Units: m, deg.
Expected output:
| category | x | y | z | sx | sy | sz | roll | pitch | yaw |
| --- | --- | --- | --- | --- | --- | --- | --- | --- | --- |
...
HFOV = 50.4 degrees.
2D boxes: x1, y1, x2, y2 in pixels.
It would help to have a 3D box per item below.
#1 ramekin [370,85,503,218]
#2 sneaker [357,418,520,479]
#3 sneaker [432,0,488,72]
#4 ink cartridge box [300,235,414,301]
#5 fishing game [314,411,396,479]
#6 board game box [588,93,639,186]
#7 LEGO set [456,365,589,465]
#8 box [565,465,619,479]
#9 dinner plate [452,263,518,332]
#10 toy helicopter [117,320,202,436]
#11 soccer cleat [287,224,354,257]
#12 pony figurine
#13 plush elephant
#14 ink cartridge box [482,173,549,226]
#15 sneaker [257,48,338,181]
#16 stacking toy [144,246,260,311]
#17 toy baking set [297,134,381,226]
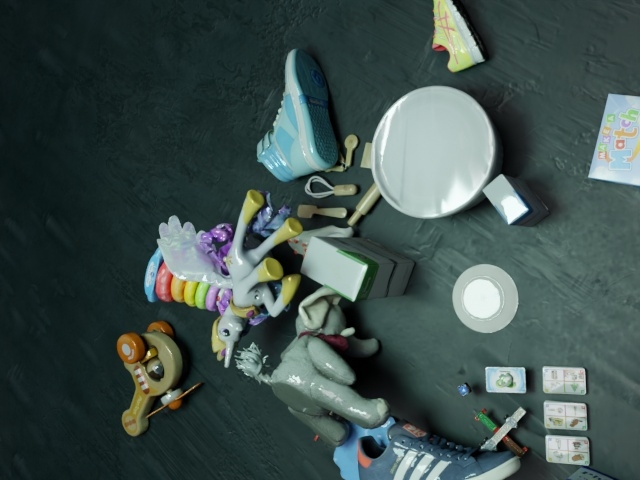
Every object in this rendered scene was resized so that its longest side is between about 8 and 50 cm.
| category | x | y | z | sx | sy | sz | roll | pitch | yaw |
| --- | --- | --- | --- | --- | --- | --- | --- | --- | --- |
| ramekin | 0.249 | -0.174 | 1.405 | 0.273 | 0.127 | 0.273 | -2 | 87 | 34 |
| sneaker | 0.214 | 0.423 | 1.346 | 0.350 | 0.131 | 0.148 | -20 | 76 | 31 |
| sneaker | 0.267 | -0.449 | 1.437 | 0.094 | 0.081 | 0.208 | -31 | 71 | 31 |
| ink cartridge box | 0.083 | 0.057 | 1.456 | 0.153 | 0.208 | 0.087 | 27 | 105 | 33 |
| fishing game | 0.111 | 0.464 | 1.516 | 0.264 | 0.041 | 0.189 | 33 | 99 | 35 |
| board game box | 0.607 | -0.170 | 1.213 | 0.211 | 0.039 | 0.160 | 15 | 96 | 35 |
| LEGO set | 0.394 | 0.337 | 1.335 | 0.244 | 0.060 | 0.182 | -4 | 85 | 23 |
| box | 0.495 | 0.465 | 1.192 | 0.126 | 0.137 | 0.072 | 17 | 95 | 34 |
| dinner plate | 0.335 | 0.119 | 1.396 | 0.141 | 0.017 | 0.141 | -2 | 86 | 33 |
| toy helicopter | -0.463 | 0.414 | 1.880 | 0.235 | 0.140 | 0.355 | 36 | 118 | 21 |
| soccer cleat | 0.000 | 0.000 | 1.610 | 0.196 | 0.076 | 0.068 | 1 | 128 | 48 |
| pony figurine | -0.180 | 0.059 | 1.518 | 0.363 | 0.303 | 0.351 | -51 | 44 | 41 |
| plush elephant | 0.011 | 0.253 | 1.487 | 0.330 | 0.255 | 0.272 | 32 | 146 | 3 |
| ink cartridge box | 0.380 | -0.075 | 1.313 | 0.052 | 0.122 | 0.088 | -44 | 64 | 29 |
| sneaker | -0.083 | -0.290 | 1.643 | 0.208 | 0.127 | 0.319 | -23 | 67 | 38 |
| stacking toy | -0.288 | 0.122 | 1.760 | 0.302 | 0.166 | 0.175 | 24 | 110 | 18 |
| toy baking set | 0.058 | -0.130 | 1.594 | 0.197 | 0.030 | 0.256 | 41 | 103 | 35 |
